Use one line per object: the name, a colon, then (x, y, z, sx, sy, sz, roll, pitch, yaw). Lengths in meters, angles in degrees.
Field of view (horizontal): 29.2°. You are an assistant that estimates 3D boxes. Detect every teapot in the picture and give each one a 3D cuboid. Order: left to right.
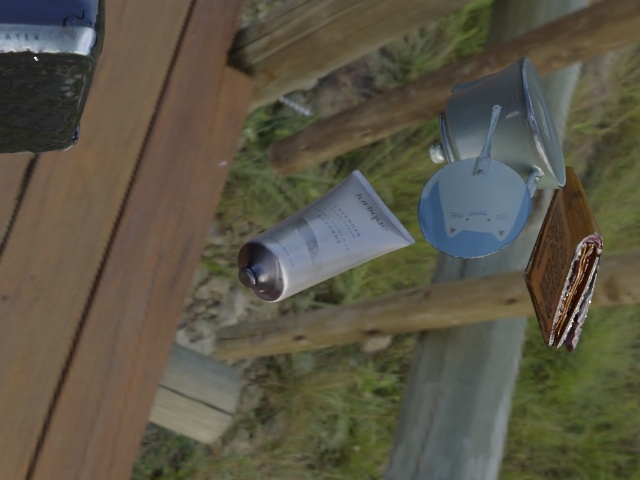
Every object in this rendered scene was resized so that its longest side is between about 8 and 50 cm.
teapot: (0.200, -0.115, 1.469, 0.162, 0.149, 0.239, 56, 27, -45)

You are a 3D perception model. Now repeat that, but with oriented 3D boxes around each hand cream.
hand cream: (0.000, 0.000, 1.050, 0.186, 0.054, 0.087, -28, 75, -42)

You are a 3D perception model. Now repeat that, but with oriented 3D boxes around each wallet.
wallet: (0.315, 0.027, 1.609, 0.042, 0.161, 0.195, 2, 127, -9)

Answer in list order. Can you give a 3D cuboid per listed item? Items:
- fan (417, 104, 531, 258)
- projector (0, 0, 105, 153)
fan: (0.159, -0.060, 1.223, 0.005, 0.113, 0.175, 59, 42, -59)
projector: (-0.404, -0.289, 1.071, 0.395, 0.242, 0.405, -4, 71, -19)
